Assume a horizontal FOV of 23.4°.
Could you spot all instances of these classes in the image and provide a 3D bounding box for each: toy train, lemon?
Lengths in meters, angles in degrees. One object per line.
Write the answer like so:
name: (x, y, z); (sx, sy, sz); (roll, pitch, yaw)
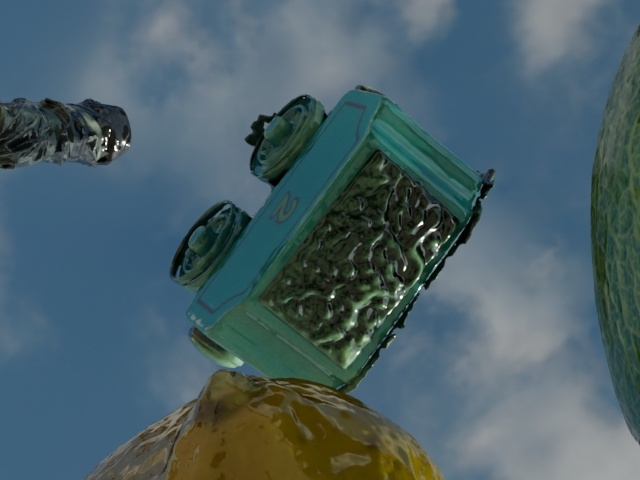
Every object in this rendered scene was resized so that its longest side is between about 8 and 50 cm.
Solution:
toy train: (0.000, 0.000, 0.961); (0.112, 0.163, 0.203); (35, -93, -21)
lemon: (-0.028, 0.152, 0.584); (0.186, 0.187, 0.244); (24, -56, 20)

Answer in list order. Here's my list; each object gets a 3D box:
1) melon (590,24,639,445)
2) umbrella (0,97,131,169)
melon: (0.172, -0.042, 0.497); (0.265, 0.129, 0.169); (-28, -107, 33)
umbrella: (-0.179, -0.067, 0.941); (0.050, 0.188, 0.046); (12, -83, 27)
